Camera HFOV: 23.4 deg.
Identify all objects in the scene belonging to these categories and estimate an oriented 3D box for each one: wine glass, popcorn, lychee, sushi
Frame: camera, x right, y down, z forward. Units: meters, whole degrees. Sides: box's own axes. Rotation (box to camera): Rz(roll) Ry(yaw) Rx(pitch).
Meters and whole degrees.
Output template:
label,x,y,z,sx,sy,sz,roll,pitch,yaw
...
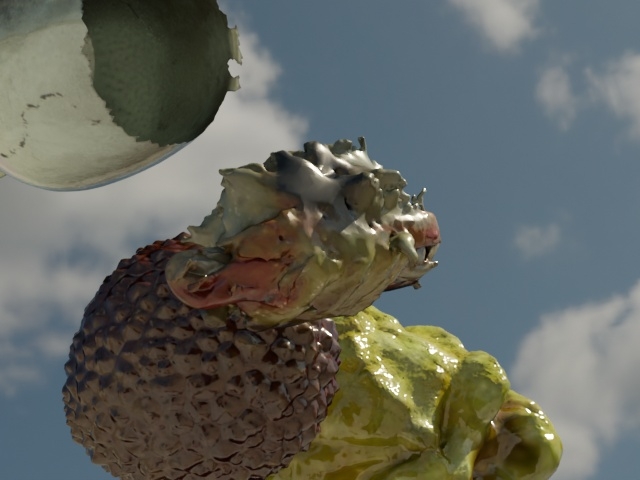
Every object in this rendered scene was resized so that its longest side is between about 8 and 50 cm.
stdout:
label,x,y,z,sx,sy,sz,roll,pitch,yaw
wine glass,-0.244,-0.148,1.342,0.323,0.238,0.238,-1,-24,40
popcorn,0.045,0.169,1.288,0.250,0.235,0.242,32,-83,-29
lychee,-0.073,0.090,1.048,0.188,0.188,0.188,-6,-35,-4
sushi,-0.001,-0.004,0.893,0.097,0.103,0.226,-22,-5,38
